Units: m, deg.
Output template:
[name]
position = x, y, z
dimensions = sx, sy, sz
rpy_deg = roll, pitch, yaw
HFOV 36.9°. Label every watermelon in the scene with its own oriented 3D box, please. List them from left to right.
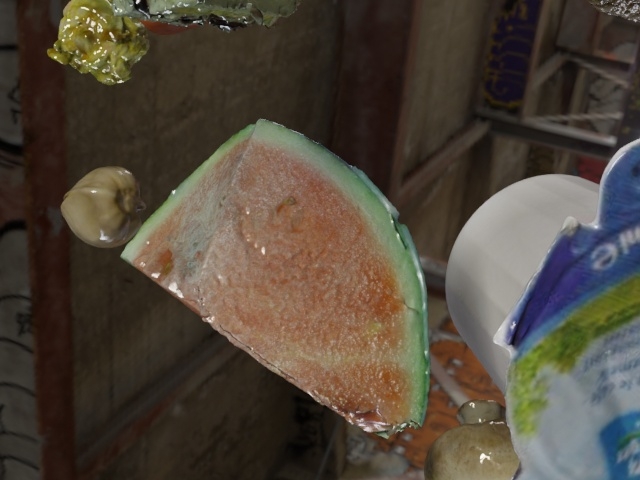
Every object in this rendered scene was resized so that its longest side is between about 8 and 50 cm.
[watermelon]
position = -0.008, 0.018, 0.664
dimensions = 0.146, 0.231, 0.128
rpy_deg = -56, 1, -7

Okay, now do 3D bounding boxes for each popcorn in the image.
[popcorn]
position = -0.429, -0.397, 1.887
dimensions = 0.167, 0.185, 0.187
rpy_deg = 118, 165, -58

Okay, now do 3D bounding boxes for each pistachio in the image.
[pistachio]
position = -0.287, -0.041, 1.266
dimensions = 0.113, 0.149, 0.113
rpy_deg = 10, -109, -31

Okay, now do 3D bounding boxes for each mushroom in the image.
[mushroom]
position = 0.197, 0.247, 1.068
dimensions = 0.166, 0.166, 0.127
rpy_deg = 67, -160, -58

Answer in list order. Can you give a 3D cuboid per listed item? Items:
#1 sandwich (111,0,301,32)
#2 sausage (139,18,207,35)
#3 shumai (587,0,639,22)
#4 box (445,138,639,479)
[sandwich]
position = -0.091, -0.334, 0.874
dimensions = 0.262, 0.131, 0.325
rpy_deg = 53, -129, -52
[sausage]
position = -0.177, -0.318, 1.276
dimensions = 0.077, 0.194, 0.077
rpy_deg = 3, -95, -42
[shumai]
position = 0.465, -0.397, 1.314
dimensions = 0.175, 0.206, 0.166
rpy_deg = -66, -27, -5
[box]
position = 0.205, 0.039, 0.752
dimensions = 0.262, 0.206, 0.291
rpy_deg = -22, -67, -9
